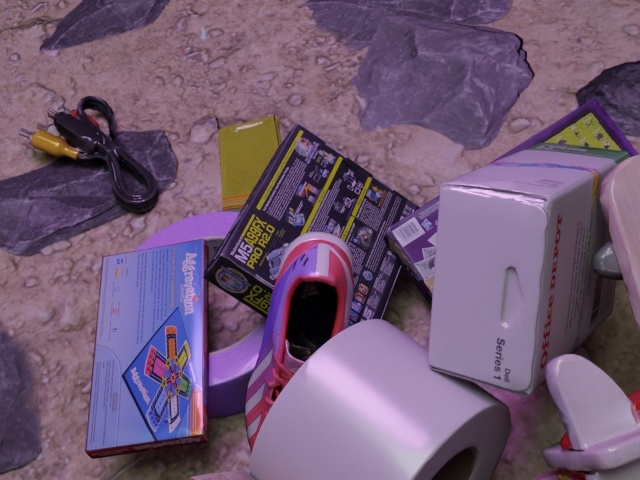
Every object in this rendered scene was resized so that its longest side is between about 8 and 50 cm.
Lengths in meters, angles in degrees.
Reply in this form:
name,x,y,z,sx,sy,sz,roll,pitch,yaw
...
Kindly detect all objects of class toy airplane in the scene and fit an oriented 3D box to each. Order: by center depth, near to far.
name,x,y,z,sx,sy,sz,roll,pitch,yaw
toy airplane,0.401,0.154,0.904,0.384,0.272,0.386,24,90,11

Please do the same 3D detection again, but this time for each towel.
name,x,y,z,sx,sy,sz,roll,pitch,yaw
towel,-0.105,-0.097,1.412,0.102,0.021,0.237,-11,52,4

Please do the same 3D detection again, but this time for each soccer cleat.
name,x,y,z,sx,sy,sz,roll,pitch,yaw
soccer cleat,-0.028,0.152,1.044,0.108,0.318,0.116,11,18,-1

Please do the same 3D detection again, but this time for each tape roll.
name,x,y,z,sx,sy,sz,roll,pitch,yaw
tape roll,0.066,0.230,0.992,0.169,0.246,0.246,33,67,30
tape roll,-0.143,0.095,1.237,0.274,0.090,0.275,-6,52,8

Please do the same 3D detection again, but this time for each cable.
name,x,y,z,sx,sy,sz,roll,pitch,yaw
cable,-0.349,-0.141,1.496,0.287,0.072,0.139,37,51,19

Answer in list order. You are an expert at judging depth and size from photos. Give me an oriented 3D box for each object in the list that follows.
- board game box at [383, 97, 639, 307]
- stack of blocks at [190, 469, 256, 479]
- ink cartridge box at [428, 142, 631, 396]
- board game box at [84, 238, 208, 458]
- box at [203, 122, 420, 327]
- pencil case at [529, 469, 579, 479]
name,x,y,z,sx,sy,sz,roll,pitch,yaw
board game box,0.281,-0.015,1.200,0.347,0.056,0.208,-31,75,-11
stack of blocks,-0.111,0.402,0.910,0.171,0.087,0.297,33,101,32
ink cartridge box,0.230,0.016,0.986,0.117,0.201,0.278,12,19,31
board game box,-0.212,0.128,1.154,0.145,0.027,0.281,-10,53,8
box,0.000,0.000,1.191,0.216,0.060,0.270,33,47,-9
pencil case,0.280,0.374,0.917,0.124,0.124,0.284,-11,54,4
